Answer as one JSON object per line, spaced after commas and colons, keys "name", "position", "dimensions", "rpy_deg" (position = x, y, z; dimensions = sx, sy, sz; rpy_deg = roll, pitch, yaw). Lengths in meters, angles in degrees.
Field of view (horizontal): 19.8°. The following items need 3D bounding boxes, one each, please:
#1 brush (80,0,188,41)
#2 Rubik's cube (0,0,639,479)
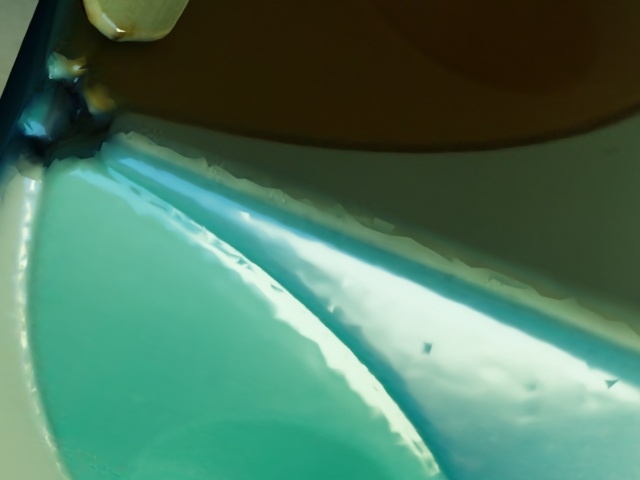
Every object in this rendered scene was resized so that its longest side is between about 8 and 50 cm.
{"name": "brush", "position": [-0.014, -0.230, 0.711], "dimensions": [0.085, 0.336, 0.020], "rpy_deg": [24, 173, -26]}
{"name": "Rubik's cube", "position": [0.000, 0.000, 0.921], "dimensions": [0.347, 0.352, 0.351], "rpy_deg": [21, 131, -11]}
